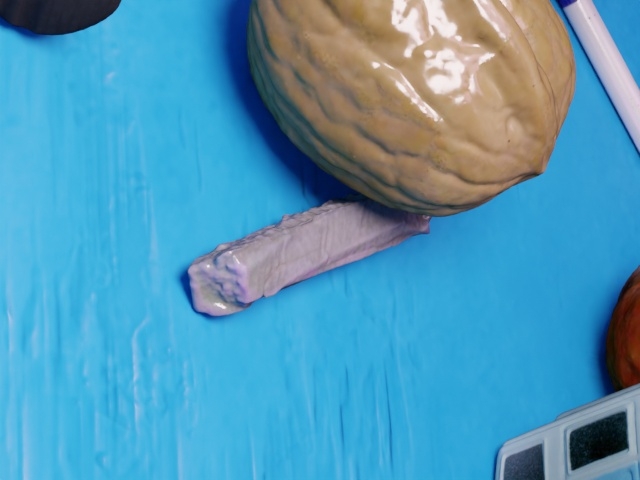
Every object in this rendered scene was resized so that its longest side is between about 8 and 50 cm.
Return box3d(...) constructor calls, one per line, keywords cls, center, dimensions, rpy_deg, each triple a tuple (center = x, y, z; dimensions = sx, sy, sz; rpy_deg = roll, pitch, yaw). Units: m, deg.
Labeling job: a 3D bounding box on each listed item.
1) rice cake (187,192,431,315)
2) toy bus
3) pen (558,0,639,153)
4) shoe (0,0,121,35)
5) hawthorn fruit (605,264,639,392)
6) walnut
box3d(cls="rice cake", center=(0.001, 0.000, 1.316), dimensions=(0.270, 0.049, 0.055), rpy_deg=(-24, 104, -50))
box3d(cls="toy bus", center=(0.263, 0.190, 1.341), dimensions=(0.133, 0.271, 0.165), rpy_deg=(24, 52, -38))
box3d(cls="pen", center=(0.281, -0.167, 1.708), dimensions=(0.033, 0.033, 0.269), rpy_deg=(-38, 100, -49))
box3d(cls="shoe", center=(-0.238, -0.299, 1.151), dimensions=(0.336, 0.132, 0.171), rpy_deg=(44, 40, -26))
box3d(cls="hawthorn fruit", center=(0.372, 0.131, 1.536), dimensions=(0.242, 0.242, 0.272), rpy_deg=(-35, 120, -49))
box3d(cls="walnut", center=(0.068, -0.136, 1.317), dimensions=(0.261, 0.225, 0.225), rpy_deg=(44, 43, 1))
